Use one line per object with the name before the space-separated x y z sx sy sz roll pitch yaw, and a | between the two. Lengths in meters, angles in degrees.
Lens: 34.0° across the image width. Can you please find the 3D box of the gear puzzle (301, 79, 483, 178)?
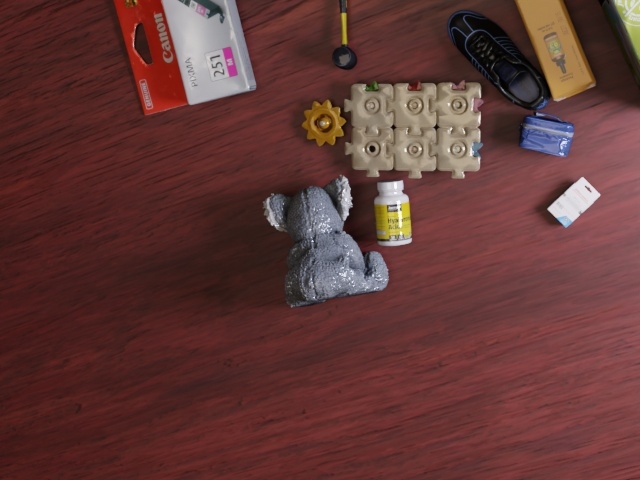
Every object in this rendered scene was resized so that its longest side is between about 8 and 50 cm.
gear puzzle | 0.129 -0.204 1.915 0.339 0.044 0.175 2 101 17

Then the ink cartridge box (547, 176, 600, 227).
ink cartridge box | 0.450 -0.070 1.859 0.048 0.028 0.083 46 107 3

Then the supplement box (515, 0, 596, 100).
supplement box | 0.397 -0.360 1.799 0.078 0.080 0.233 -21 92 17

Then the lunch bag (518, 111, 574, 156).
lunch bag | 0.393 -0.189 1.834 0.098 0.067 0.065 15 102 13

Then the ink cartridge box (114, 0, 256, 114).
ink cartridge box | -0.268 -0.390 1.968 0.239 0.060 0.275 -12 98 15

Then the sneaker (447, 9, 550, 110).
sneaker | 0.310 -0.316 1.821 0.232 0.090 0.081 42 107 4

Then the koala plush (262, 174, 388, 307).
koala plush | 0.000 0.000 1.915 0.196 0.203 0.221 -12 84 15

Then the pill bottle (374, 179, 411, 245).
pill bottle | 0.132 -0.051 1.924 0.065 0.065 0.116 -4 98 15

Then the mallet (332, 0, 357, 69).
mallet | 0.044 -0.403 1.907 0.039 0.062 0.190 -2 84 13

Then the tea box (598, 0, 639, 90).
tea box | 0.559 -0.377 1.623 0.220 0.329 0.323 -25 92 16
